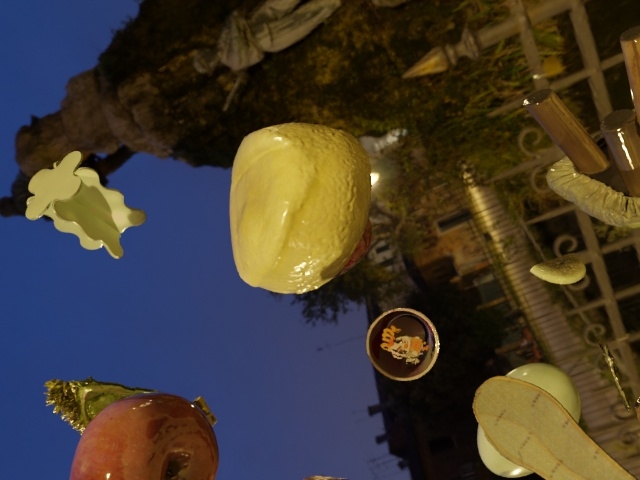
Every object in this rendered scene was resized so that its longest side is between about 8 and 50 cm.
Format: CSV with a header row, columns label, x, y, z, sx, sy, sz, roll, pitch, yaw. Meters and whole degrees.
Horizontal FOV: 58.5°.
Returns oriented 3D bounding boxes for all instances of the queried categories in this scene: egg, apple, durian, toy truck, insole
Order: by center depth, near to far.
label,x,y,z,sx,sy,sz,roll,pitch,yaw
insole,0.320,0.289,0.782,0.009,0.119,0.348,27,-173,-26
apple,-0.353,0.442,1.138,0.306,0.235,0.305,10,-101,-59
toy truck,-0.295,0.432,1.408,0.054,0.049,0.083,-27,-98,-50
durian,-0.538,0.407,1.449,0.352,0.169,0.158,32,-169,-47
egg,0.560,0.498,1.566,0.230,0.370,0.230,19,-154,-9

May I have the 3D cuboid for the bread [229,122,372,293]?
label,x,y,z,sx,sy,sz,roll,pitch,yaw
bread,-0.033,-0.059,1.039,0.320,0.238,0.320,-179,90,-71

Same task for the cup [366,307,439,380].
label,x,y,z,sx,sy,sz,roll,pitch,yaw
cup,0.246,0.289,1.674,0.288,0.203,0.202,23,-136,-77

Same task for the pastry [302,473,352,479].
label,x,y,z,sx,sy,sz,roll,pitch,yaw
pastry,0.049,0.688,1.530,0.229,0.219,0.100,82,-164,-69

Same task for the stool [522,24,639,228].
label,x,y,z,sx,sy,sz,roll,pitch,yaw
stool,0.577,-0.214,1.039,0.226,0.311,0.310,57,-179,-27

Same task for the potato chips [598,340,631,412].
label,x,y,z,sx,sy,sz,roll,pitch,yaw
potato chips,0.786,0.352,1.533,0.201,0.029,0.220,67,-158,0

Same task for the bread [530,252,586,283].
label,x,y,z,sx,sy,sz,roll,pitch,yaw
bread,0.810,0.097,1.897,0.112,0.193,0.036,-127,27,-48

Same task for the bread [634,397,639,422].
label,x,y,z,sx,sy,sz,roll,pitch,yaw
bread,0.903,0.434,1.482,0.102,0.138,0.196,38,-155,6

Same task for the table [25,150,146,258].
label,x,y,z,sx,sy,sz,roll,pitch,yaw
table,-0.486,-0.062,1.204,0.198,0.167,0.166,51,-160,-49

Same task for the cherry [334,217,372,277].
label,x,y,z,sx,sy,sz,roll,pitch,yaw
cherry,0.000,0.000,1.383,0.203,0.300,0.230,48,-157,-4
